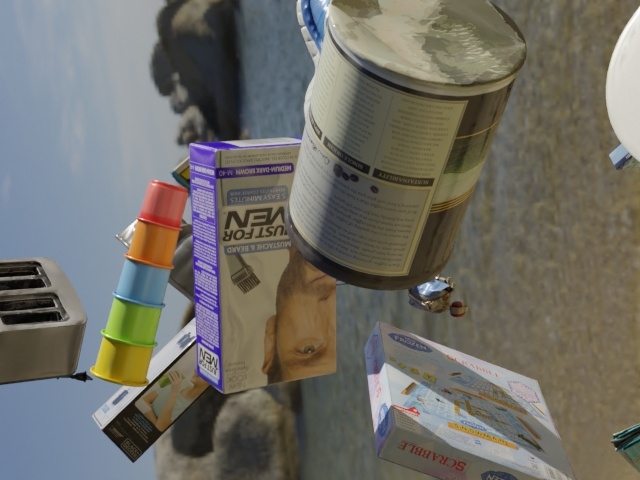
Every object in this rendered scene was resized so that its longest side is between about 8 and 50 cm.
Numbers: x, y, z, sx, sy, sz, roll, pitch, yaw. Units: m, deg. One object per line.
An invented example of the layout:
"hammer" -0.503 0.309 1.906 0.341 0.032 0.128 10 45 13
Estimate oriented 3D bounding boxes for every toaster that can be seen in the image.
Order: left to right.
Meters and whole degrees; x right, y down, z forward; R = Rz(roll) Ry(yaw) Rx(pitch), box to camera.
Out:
"toaster" -0.428 0.117 1.415 0.168 0.185 0.110 51 130 40

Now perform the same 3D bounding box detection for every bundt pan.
"bundt pan" -0.273 0.049 2.126 0.331 0.124 0.331 40 175 4

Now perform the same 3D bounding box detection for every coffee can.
"coffee can" 0.081 -0.112 1.064 0.202 0.201 0.275 -103 20 -44

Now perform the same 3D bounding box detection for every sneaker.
"sneaker" 0.054 -0.301 1.463 0.147 0.129 0.330 -36 53 50

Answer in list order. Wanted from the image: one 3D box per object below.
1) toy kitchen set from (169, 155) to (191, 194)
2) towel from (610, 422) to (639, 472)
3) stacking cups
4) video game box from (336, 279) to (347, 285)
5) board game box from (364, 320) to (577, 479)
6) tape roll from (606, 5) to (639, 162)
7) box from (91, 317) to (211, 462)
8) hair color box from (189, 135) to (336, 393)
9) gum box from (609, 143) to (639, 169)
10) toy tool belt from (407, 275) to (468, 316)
"toy kitchen set" -0.209 -0.074 1.887 0.166 0.122 0.207 45 170 -15
"towel" 0.776 0.417 2.095 0.370 0.271 0.040 41 -155 -53
"stacking cups" -0.270 0.065 1.549 0.096 0.096 0.316 -140 67 -81
"video game box" 0.000 0.000 1.684 0.048 0.205 0.187 -75 -29 -47
"board game box" 0.233 0.282 1.609 0.318 0.318 0.066 -91 25 -66
"tape roll" 0.615 -0.256 1.475 0.072 0.392 0.392 25 -137 -43
"box" -0.274 0.259 1.819 0.087 0.290 0.169 49 167 -11
"hair color box" -0.079 0.029 1.409 0.110 0.185 0.339 21 115 59
"gum box" 0.701 -0.206 2.008 0.157 0.184 0.041 -50 55 53
"toy tool belt" 0.153 0.067 1.307 0.083 0.052 0.051 13 115 43
